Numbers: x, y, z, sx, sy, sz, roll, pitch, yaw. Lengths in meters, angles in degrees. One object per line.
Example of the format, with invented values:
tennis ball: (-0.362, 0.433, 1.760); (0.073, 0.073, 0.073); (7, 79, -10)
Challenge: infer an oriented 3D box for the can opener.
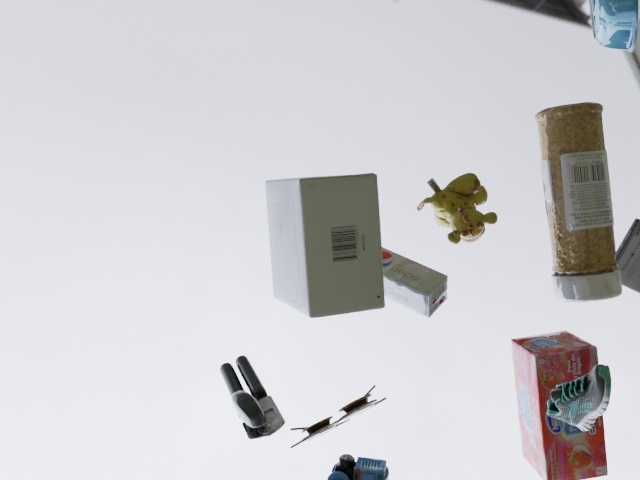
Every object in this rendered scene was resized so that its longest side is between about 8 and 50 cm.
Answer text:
can opener: (-0.148, 0.298, 1.359); (0.076, 0.283, 0.095); (-24, -65, -12)

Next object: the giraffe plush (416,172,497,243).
giraffe plush: (0.380, -0.069, 1.790); (0.210, 0.181, 0.170); (17, -147, -43)

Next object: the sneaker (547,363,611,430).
sneaker: (0.401, 0.245, 1.057); (0.076, 0.166, 0.065); (12, -131, 9)

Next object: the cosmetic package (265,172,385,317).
cosmetic package: (0.000, 0.000, 1.174); (0.138, 0.225, 0.223); (-6, -85, -17)

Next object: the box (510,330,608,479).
box: (0.534, 0.370, 1.524); (0.142, 0.154, 0.299); (-8, -82, -4)

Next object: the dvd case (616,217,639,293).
dvd case: (0.918, 0.067, 1.849); (0.239, 0.179, 0.029); (25, -170, -9)

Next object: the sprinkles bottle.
sprinkles bottle: (0.475, -0.069, 1.245); (0.121, 0.121, 0.355); (-8, -88, -35)

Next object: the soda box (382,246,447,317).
soda box: (0.157, 0.077, 1.421); (0.216, 0.069, 0.074); (24, -131, 33)

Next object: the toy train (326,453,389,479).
toy train: (0.063, 0.463, 1.167); (0.105, 0.080, 0.184); (3, -89, 11)

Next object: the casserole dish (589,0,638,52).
casserole dish: (0.297, -0.285, 0.700); (0.114, 0.037, 0.188); (19, -113, -71)

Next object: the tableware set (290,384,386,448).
tableware set: (0.032, 0.358, 1.389); (0.128, 0.194, 0.039); (2, -124, -58)
